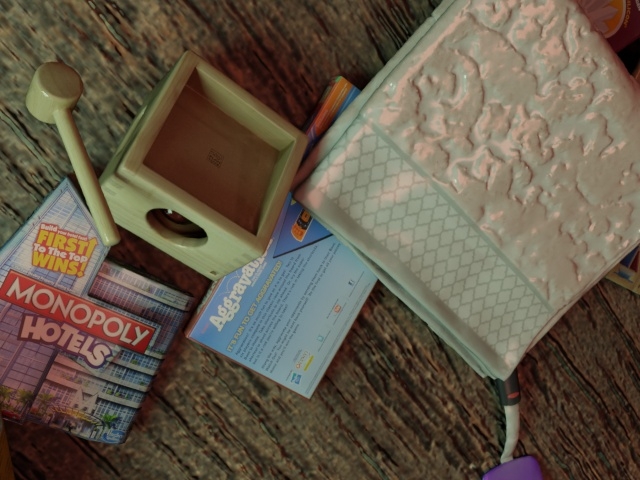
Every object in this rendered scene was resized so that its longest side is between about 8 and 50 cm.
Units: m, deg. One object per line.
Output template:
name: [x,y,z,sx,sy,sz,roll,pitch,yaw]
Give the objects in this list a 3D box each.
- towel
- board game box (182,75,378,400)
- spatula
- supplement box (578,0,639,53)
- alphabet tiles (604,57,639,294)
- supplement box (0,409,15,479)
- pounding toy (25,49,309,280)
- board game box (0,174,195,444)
towel: [0.180,-0.060,0.676,0.332,0.053,0.317,42,92,-24]
board game box: [0.000,0.000,0.682,0.145,0.027,0.281,33,84,-24]
spatula: [0.214,0.203,0.794,0.084,0.030,0.297,-13,101,-22]
supplement box: [0.289,-0.255,0.739,0.188,0.081,0.104,-35,109,-15]
alphabet tiles: [0.420,-0.104,0.806,0.285,0.011,0.343,22,97,-34]
supplement box: [-0.276,0.173,0.517,0.078,0.080,0.234,-2,117,-11]
pounding toy: [-0.138,-0.055,0.553,0.206,0.094,0.181,34,56,-23]
board game box: [-0.208,0.055,0.585,0.194,0.060,0.194,27,87,-23]
